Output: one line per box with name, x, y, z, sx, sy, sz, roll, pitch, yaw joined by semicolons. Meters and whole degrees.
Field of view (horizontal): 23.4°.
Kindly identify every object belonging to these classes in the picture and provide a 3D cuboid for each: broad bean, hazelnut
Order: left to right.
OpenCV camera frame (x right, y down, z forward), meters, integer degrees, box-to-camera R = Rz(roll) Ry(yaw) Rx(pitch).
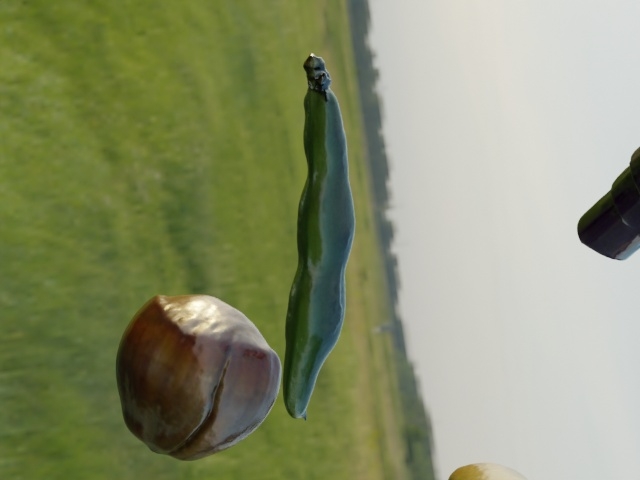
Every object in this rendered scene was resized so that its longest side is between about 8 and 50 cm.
hazelnut;-0.065;0.067;0.764;0.086;0.086;0.086;-9;90;-88
broad bean;0.001;0.000;1.247;0.060;0.043;0.297;0;96;-51

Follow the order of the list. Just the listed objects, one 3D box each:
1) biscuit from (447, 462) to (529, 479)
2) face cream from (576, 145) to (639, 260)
biscuit;0.141;0.200;1.106;0.208;0.164;0.047;-3;102;-67
face cream;0.207;-0.073;0.660;0.273;0.078;0.078;-46;-142;41
